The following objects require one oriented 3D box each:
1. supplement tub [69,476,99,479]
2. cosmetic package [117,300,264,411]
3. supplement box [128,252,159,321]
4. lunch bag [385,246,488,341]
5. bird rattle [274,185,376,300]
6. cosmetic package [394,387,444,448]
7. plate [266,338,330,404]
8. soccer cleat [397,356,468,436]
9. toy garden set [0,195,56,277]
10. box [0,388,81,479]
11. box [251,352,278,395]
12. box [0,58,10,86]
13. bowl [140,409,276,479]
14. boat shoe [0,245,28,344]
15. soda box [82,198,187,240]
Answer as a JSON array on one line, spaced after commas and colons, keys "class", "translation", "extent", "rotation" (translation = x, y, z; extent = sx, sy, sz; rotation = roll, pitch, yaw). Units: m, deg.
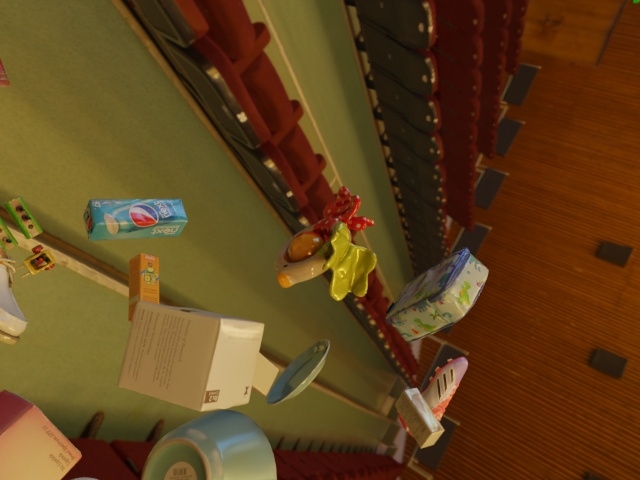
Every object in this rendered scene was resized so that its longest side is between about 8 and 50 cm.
[{"class": "supplement tub", "translation": [-0.319, 0.362, 0.542], "extent": [0.144, 0.144, 0.200], "rotation": [-62, 174, -5]}, {"class": "cosmetic package", "translation": [-0.224, 0.200, 0.865], "extent": [0.151, 0.183, 0.152], "rotation": [29, 70, -65]}, {"class": "supplement box", "translation": [-0.615, 0.166, 1.696], "extent": [0.078, 0.080, 0.234], "rotation": [19, 51, -47]}, {"class": "lunch bag", "translation": [0.248, 0.117, 1.051], "extent": [0.176, 0.090, 0.219], "rotation": [-45, -179, -37]}, {"class": "bird rattle", "translation": [0.000, 0.000, 0.952], "extent": [0.253, 0.206, 0.143], "rotation": [-98, 161, -54]}, {"class": "cosmetic package", "translation": [0.221, 0.398, 1.097], "extent": [0.041, 0.115, 0.060], "rotation": [0, 129, -31]}, {"class": "plate", "translation": [-0.042, 0.290, 1.059], "extent": [0.188, 0.024, 0.188], "rotation": [-44, -175, 5]}, {"class": "soccer cleat", "translation": [0.312, 0.415, 1.286], "extent": [0.248, 0.095, 0.083], "rotation": [-46, 140, 5]}, {"class": "toy garden set", "translation": [-0.809, 0.034, 1.220], "extent": [0.244, 0.049, 0.204], "rotation": [-42, 123, -38]}, {"class": "box", "translation": [-0.547, 0.388, 0.791], "extent": [0.232, 0.126, 0.149], "rotation": [-50, 129, -40]}, {"class": "box", "translation": [-0.239, 0.359, 1.441], "extent": [0.094, 0.113, 0.275], "rotation": [-63, 144, -25]}, {"class": "box", "translation": [-0.537, -0.256, 0.645], "extent": [0.128, 0.257, 0.123], "rotation": [-13, 110, -12]}, {"class": "bowl", "translation": [-0.270, 0.528, 1.066], "extent": [0.312, 0.311, 0.163], "rotation": [-61, 147, -8]}, {"class": "boat shoe", "translation": [-0.572, 0.048, 0.806], "extent": [0.103, 0.302, 0.113], "rotation": [-47, 159, -18]}, {"class": "soda box", "translation": [-0.420, -0.049, 1.113], "extent": [0.210, 0.067, 0.071], "rotation": [-5, 153, -41]}]
